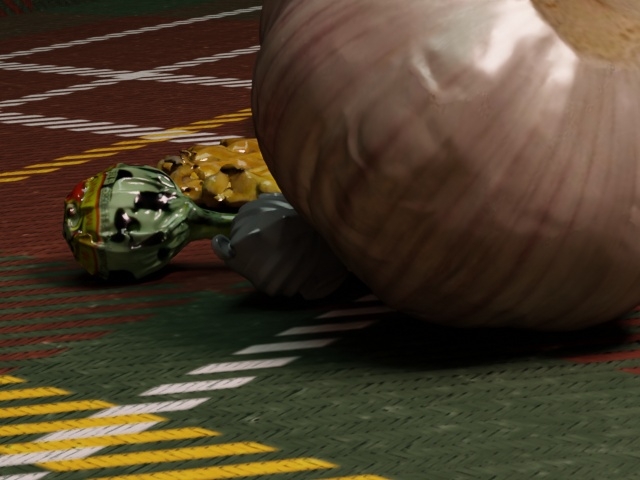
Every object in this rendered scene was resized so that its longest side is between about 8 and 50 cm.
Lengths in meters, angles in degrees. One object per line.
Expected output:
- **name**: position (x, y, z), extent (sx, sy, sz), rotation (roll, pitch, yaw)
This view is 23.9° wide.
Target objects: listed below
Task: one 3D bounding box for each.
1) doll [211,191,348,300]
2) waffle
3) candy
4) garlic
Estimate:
- **doll**: position (0.000, 0.000, 1.093), extent (0.180, 0.094, 0.079), rotation (-9, -29, -32)
- **waffle**: position (-0.014, -0.066, 1.356), extent (0.280, 0.060, 0.262), rotation (-3, 15, 1)
- **candy**: position (-0.044, -0.003, 1.153), extent (0.305, 0.083, 0.091), rotation (6, 55, 0)
- **garlic**: position (0.097, -0.079, 0.998), extent (0.317, 0.259, 0.317), rotation (22, 29, -13)
